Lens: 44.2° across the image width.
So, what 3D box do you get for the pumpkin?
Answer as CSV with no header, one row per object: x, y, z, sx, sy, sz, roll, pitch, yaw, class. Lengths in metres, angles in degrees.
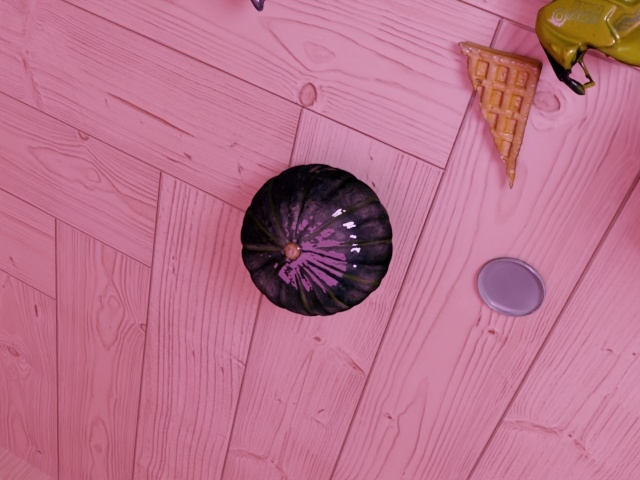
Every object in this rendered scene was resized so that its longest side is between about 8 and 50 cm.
0.000,0.000,1.254,0.250,0.216,0.250,-3,85,37,pumpkin

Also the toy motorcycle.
0.387,-0.253,0.893,0.342,0.142,0.206,19,129,21,toy motorcycle

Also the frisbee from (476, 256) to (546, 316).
0.301,0.073,1.244,0.110,0.014,0.110,16,128,21,frisbee

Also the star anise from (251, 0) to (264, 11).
-0.110,-0.478,1.060,0.359,0.139,0.316,-13,122,19,star anise

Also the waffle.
0.234,-0.174,1.106,0.125,0.032,0.191,20,127,16,waffle
